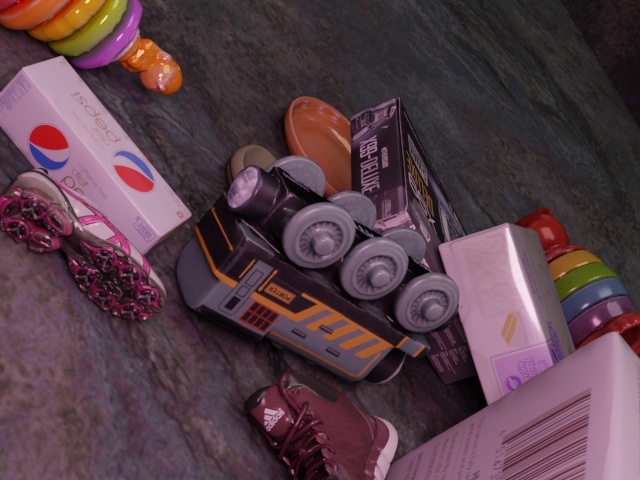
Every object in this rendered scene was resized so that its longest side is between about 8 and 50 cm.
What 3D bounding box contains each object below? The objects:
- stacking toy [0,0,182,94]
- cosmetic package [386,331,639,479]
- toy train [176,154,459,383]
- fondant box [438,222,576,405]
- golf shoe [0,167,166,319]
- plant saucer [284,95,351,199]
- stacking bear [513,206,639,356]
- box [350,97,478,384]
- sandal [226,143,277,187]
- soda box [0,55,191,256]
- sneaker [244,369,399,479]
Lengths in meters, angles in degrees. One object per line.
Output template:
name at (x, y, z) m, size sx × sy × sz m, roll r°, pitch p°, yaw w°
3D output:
stacking toy at (-0.261, -0.258, 1.175) m, size 0.302 × 0.166 × 0.175 m, roll 42°, pitch 18°, yaw -42°
cosmetic package at (0.274, 0.379, 1.021) m, size 0.393 × 0.327 × 0.329 m, roll 47°, pitch 29°, yaw -9°
toy train at (0.004, 0.045, 1.151) m, size 0.334 × 0.190 × 0.142 m, roll 32°, pitch 18°, yaw -37°
fondant box at (0.263, 0.107, 1.401) m, size 0.330 × 0.096 × 0.238 m, roll 3°, pitch 70°, yaw -71°
golf shoe at (-0.216, -0.001, 1.008) m, size 0.186 × 0.067 × 0.086 m, roll 43°, pitch 28°, yaw -17°
plant saucer at (0.018, -0.117, 1.511) m, size 0.200 × 0.037 × 0.200 m, roll 37°, pitch 32°, yaw -28°
stacking bear at (0.407, 0.076, 1.748) m, size 0.164 × 0.175 × 0.289 m, roll 10°, pitch 42°, yaw -48°
box at (0.133, 0.002, 1.403) m, size 0.242 × 0.077 × 0.307 m, roll -89°, pitch 154°, yaw -50°
sandal at (-0.001, -0.001, 1.298) m, size 0.302 × 0.086 × 0.120 m, roll 53°, pitch 29°, yaw -1°
soda box at (-0.233, -0.079, 1.071) m, size 0.216 × 0.069 × 0.074 m, roll 51°, pitch 29°, yaw -3°
sneaker at (-0.018, 0.224, 1.026) m, size 0.162 × 0.106 × 0.281 m, roll 42°, pitch 19°, yaw -8°
